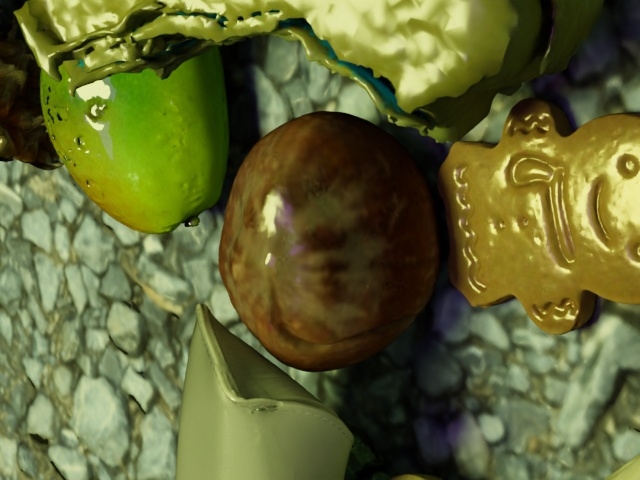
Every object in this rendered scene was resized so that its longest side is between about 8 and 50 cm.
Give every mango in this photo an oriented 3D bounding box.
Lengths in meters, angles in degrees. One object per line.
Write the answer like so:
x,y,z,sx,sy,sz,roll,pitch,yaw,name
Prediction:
-0.127,-0.118,1.021,0.111,0.125,0.233,-140,37,-76,mango

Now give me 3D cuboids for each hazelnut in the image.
0.000,0.000,0.920,0.143,0.143,0.154,16,109,40,hazelnut

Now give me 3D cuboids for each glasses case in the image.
-0.044,0.180,0.970,0.128,0.083,0.308,-124,33,-46,glasses case

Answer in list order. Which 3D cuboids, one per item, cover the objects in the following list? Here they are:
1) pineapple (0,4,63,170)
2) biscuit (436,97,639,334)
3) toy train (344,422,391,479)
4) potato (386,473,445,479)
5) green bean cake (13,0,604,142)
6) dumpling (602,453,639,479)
-0.278,-0.211,1.099,0.262,0.262,0.271,19,98,39,pineapple
0.140,-0.011,0.862,0.184,0.027,0.133,11,104,41,biscuit
0.001,0.192,1.021,0.071,0.038,0.148,50,128,27,toy train
0.074,0.184,0.935,0.103,0.066,0.096,45,111,33,potato
-0.018,-0.171,0.855,0.310,0.202,0.285,-20,93,32,green bean cake
0.236,0.240,0.692,0.315,0.233,0.395,42,136,33,dumpling
